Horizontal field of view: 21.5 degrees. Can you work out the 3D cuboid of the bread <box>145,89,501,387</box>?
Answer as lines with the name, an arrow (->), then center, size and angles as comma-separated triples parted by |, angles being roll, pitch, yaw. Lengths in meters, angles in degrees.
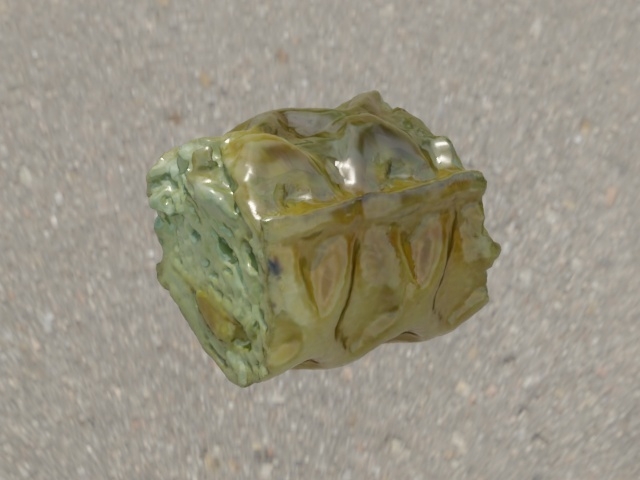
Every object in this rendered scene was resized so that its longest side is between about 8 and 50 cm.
bread -> -0.001, -0.006, 1.465 | 0.252, 0.196, 0.238 | -24, 64, -37
